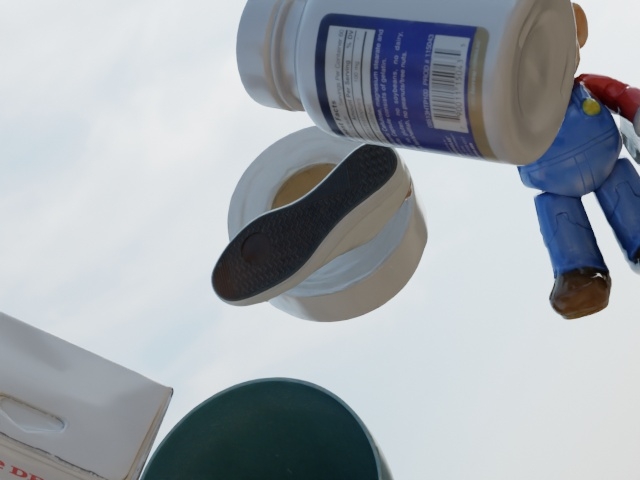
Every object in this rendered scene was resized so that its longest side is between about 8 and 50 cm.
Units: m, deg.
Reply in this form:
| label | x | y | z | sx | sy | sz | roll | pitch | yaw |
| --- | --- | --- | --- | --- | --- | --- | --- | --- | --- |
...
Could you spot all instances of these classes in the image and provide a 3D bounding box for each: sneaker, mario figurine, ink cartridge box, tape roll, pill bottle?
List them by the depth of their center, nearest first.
| label | x | y | z | sx | sy | sz | roll | pitch | yaw |
| --- | --- | --- | --- | --- | --- | --- | --- | --- | --- |
| pill bottle | 0.048 | -0.111 | 0.771 | 0.112 | 0.187 | 0.112 | -27 | -57 | -53 |
| ink cartridge box | -0.208 | 0.159 | 0.887 | 0.218 | 0.158 | 0.092 | 117 | 176 | -48 |
| mario figurine | 0.192 | -0.096 | 1.070 | 0.198 | 0.320 | 0.170 | -29 | 4 | -29 |
| sneaker | 0.000 | 0.000 | 1.626 | 0.290 | 0.106 | 0.123 | -35 | -28 | 6 |
| sneaker | 0.465 | -0.168 | 1.693 | 0.118 | 0.083 | 0.222 | -34 | -6 | 3 |
| tape roll | 0.010 | -0.026 | 1.872 | 0.286 | 0.286 | 0.100 | -52 | -28 | -11 |

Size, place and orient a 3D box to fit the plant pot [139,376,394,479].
| label | x | y | z | sx | sy | sz | roll | pitch | yaw |
| --- | --- | --- | --- | --- | --- | --- | --- | --- | --- |
| plant pot | -0.031 | 0.318 | 1.363 | 0.290 | 0.290 | 0.195 | -52 | -39 | -9 |
